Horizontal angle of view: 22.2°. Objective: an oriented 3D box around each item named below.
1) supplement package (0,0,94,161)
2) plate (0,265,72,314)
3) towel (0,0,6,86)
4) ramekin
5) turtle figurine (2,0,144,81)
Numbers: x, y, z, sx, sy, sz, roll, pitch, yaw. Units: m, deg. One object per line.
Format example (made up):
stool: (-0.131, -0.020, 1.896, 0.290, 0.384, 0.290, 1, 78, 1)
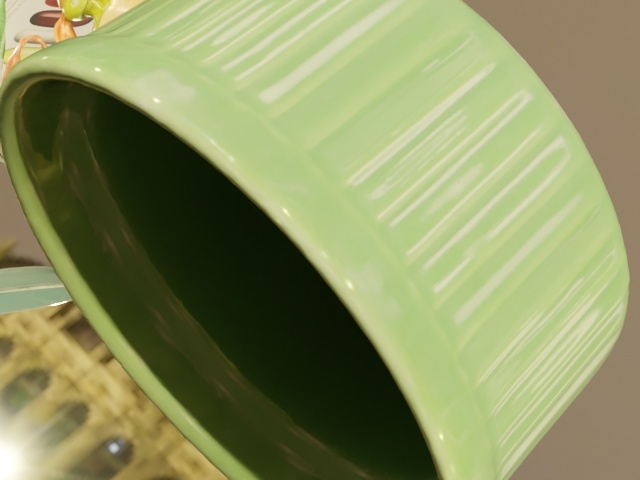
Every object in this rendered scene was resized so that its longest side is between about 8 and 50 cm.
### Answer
supplement package: (-0.340, -0.212, 2.125, 0.203, 0.194, 0.149, 6, -44, 28)
plate: (-0.273, 0.043, 1.306, 0.188, 0.188, 0.024, 155, -74, -70)
towel: (-0.333, -0.209, 1.117, 0.038, 0.248, 0.325, 68, 15, -67)
ramekin: (0.000, 0.000, 0.782, 0.303, 0.148, 0.303, 38, -26, 23)
turtle figurine: (-0.142, -0.161, 1.364, 0.217, 0.269, 0.087, 27, -27, 4)
